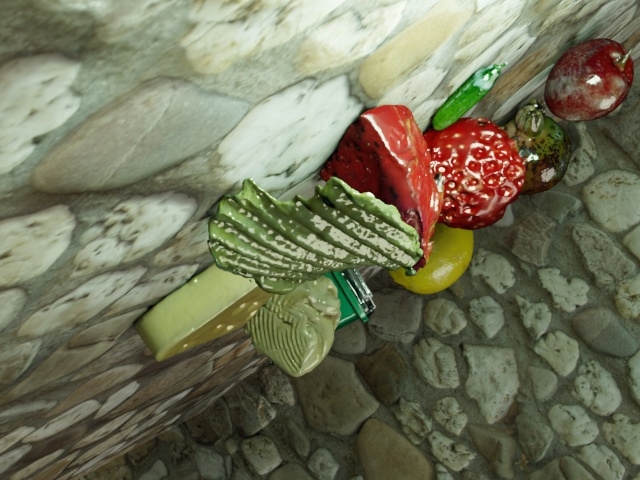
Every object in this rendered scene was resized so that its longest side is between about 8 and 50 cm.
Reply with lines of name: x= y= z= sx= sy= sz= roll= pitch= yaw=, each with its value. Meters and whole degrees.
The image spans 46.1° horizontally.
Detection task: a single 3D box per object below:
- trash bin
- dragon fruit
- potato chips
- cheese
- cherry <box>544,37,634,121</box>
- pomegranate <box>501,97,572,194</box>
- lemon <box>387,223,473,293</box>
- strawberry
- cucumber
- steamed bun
trash bin: x=-0.034 y=0.210 z=2.382 sx=0.381 sy=0.259 sz=0.295 roll=-30 pitch=170 yaw=0
dragon fruit: x=0.138 y=-0.091 z=1.521 sx=0.240 sy=0.330 sz=0.302 roll=-17 pitch=-177 yaw=31
potato chips: x=0.002 y=0.004 z=1.381 sx=0.373 sy=0.097 sz=0.389 roll=-8 pitch=155 yaw=20
cheese: x=-0.221 y=0.136 z=1.760 sx=0.384 sy=0.104 sz=0.384 roll=-35 pitch=169 yaw=-8
cherry: x=0.749 y=-0.443 z=2.115 sx=0.300 sy=0.203 sz=0.230 roll=-33 pitch=-147 yaw=55
pomegranate: x=0.681 y=-0.314 z=2.451 sx=0.285 sy=0.285 sz=0.341 roll=-35 pitch=144 yaw=-12
lemon: x=0.372 y=0.016 z=2.629 sx=0.348 sy=0.348 sz=0.348 roll=-35 pitch=170 yaw=-7
strawberry: x=0.311 y=-0.148 z=1.858 sx=0.345 sy=0.295 sz=0.317 roll=-17 pitch=-165 yaw=-8
cucumber: x=0.325 y=-0.323 z=1.680 sx=0.056 sy=0.056 sz=0.250 roll=-27 pitch=168 yaw=-44
steamed bun: x=-0.062 y=0.188 z=2.010 sx=0.276 sy=0.289 sz=0.203 roll=-46 pitch=170 yaw=30
